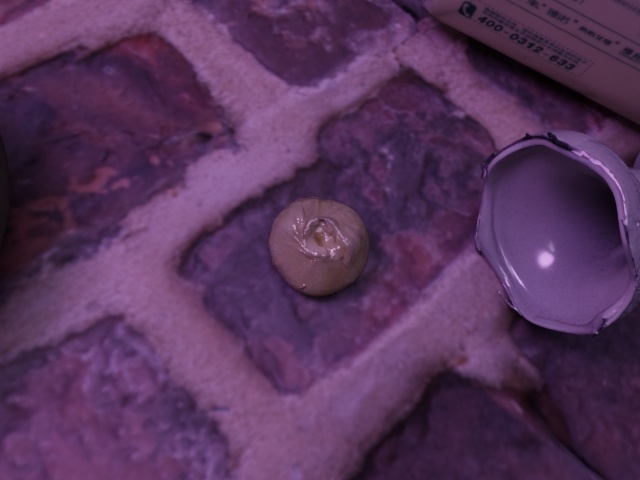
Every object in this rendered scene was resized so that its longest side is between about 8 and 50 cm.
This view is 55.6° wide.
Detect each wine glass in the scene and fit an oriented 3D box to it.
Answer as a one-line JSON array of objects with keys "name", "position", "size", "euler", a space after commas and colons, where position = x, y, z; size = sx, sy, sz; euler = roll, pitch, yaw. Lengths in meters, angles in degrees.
[{"name": "wine glass", "position": [0.253, -0.022, 0.503], "size": [0.197, 0.165, 0.164], "euler": [-13, 70, -21]}]

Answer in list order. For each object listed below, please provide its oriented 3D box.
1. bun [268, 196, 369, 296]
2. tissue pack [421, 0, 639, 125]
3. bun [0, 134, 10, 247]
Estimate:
[{"name": "bun", "position": [0.000, 0.000, 0.494], "size": [0.086, 0.055, 0.086], "euler": [4, 66, -9]}, {"name": "tissue pack", "position": [0.324, -0.263, 0.527], "size": [0.381, 0.297, 0.207], "euler": [28, 69, -4]}, {"name": "bun", "position": [-0.354, -0.026, 0.366], "size": [0.293, 0.187, 0.293], "euler": [18, 61, -35]}]
